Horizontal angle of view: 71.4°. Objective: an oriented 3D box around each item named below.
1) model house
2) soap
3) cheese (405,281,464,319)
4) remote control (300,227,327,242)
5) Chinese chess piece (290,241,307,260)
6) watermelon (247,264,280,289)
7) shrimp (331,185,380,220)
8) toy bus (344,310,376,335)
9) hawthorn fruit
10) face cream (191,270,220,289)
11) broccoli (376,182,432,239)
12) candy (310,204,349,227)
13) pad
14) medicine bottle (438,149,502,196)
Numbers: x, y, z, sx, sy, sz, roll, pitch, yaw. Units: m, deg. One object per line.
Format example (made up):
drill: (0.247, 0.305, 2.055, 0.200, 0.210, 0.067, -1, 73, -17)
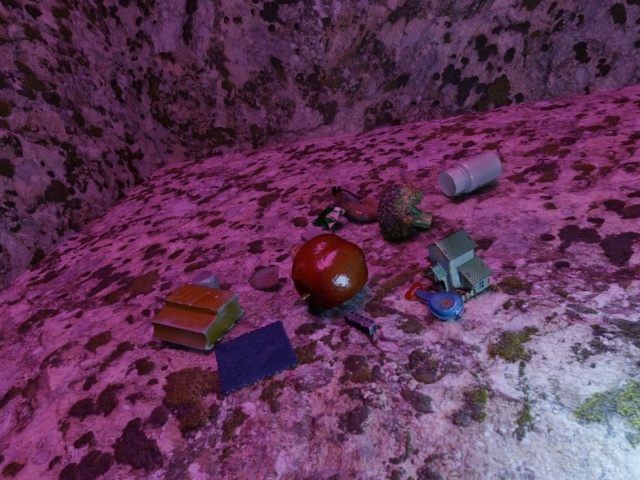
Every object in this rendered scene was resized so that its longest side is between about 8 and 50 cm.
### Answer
model house: (0.468, 0.071, 1.606, 0.178, 0.206, 0.271, -23, 29, -16)
soap: (-0.481, 0.294, 1.732, 0.281, 0.143, 0.259, 6, 34, 24)
cheese: (0.399, 0.208, 1.559, 0.106, 0.037, 0.256, -46, 32, -14)
remote control: (0.000, 0.000, 2.141, 0.103, 0.034, 0.250, -26, 30, -22)
Chinese chess piece: (-0.077, 0.057, 2.055, 0.122, 0.051, 0.122, -11, 28, 6)
watermelon: (-0.233, 0.169, 1.914, 0.180, 0.081, 0.094, -11, 40, 41)
shrimp: (0.186, -0.207, 2.371, 0.221, 0.109, 0.446, -20, 31, -22)
toy bus: (0.139, 0.286, 1.551, 0.052, 0.037, 0.131, -28, 29, -33)
hawthorn fruit: (0.010, 0.133, 1.655, 0.287, 0.287, 0.330, 11, 42, 40)
face cream: (-0.498, 0.196, 1.941, 0.117, 0.104, 0.117, -11, 27, 6)
broccoli: (0.370, -0.138, 2.031, 0.260, 0.235, 0.288, 6, 70, 36)
candy: (0.044, -0.123, 2.274, 0.203, 0.078, 0.141, 11, 65, 57)
pad: (-0.230, 0.396, 1.548, 0.270, 0.012, 0.269, -21, 29, -12)
medicine bottle: (0.757, -0.336, 2.257, 0.293, 0.170, 0.170, -25, 29, -17)
